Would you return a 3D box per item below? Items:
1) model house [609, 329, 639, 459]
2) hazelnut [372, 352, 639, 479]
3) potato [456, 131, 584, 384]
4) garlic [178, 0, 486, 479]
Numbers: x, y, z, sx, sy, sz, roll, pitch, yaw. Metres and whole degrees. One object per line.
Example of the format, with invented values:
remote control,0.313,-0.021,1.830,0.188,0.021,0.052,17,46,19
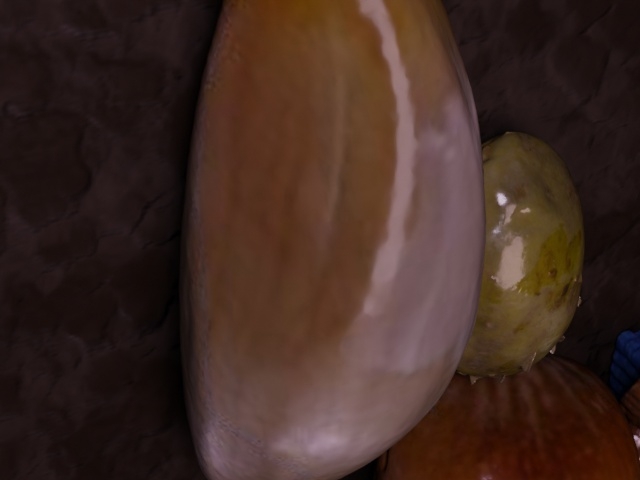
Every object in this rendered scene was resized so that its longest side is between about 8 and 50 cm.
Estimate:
model house,0.203,0.114,1.063,0.148,0.119,0.149,-47,130,7
hazelnut,0.103,0.133,0.971,0.150,0.150,0.150,-22,136,-23
potato,0.096,0.013,0.906,0.091,0.070,0.138,-32,142,-35
garlic,0.009,0.001,0.798,0.143,0.112,0.318,-2,119,-10
